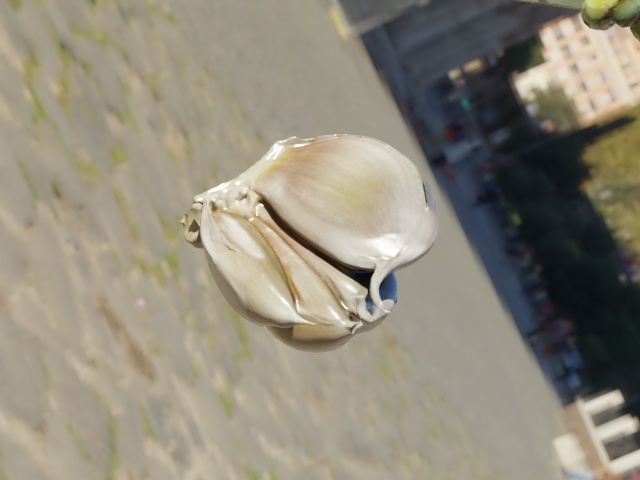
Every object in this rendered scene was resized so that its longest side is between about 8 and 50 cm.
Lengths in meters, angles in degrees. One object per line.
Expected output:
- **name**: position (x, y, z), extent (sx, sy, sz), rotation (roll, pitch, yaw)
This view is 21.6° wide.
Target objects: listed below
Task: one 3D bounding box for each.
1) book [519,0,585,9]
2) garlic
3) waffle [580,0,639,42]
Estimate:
- **book**: position (0.234, -0.442, 1.998), extent (0.035, 0.239, 0.352), rotation (-45, 136, -42)
- **garlic**: position (0.000, 0.000, 1.778), extent (0.292, 0.210, 0.237), rotation (35, 25, 29)
- **waffle**: position (0.308, -0.265, 1.131), extent (0.073, 0.297, 0.317), rotation (-127, -144, -62)
